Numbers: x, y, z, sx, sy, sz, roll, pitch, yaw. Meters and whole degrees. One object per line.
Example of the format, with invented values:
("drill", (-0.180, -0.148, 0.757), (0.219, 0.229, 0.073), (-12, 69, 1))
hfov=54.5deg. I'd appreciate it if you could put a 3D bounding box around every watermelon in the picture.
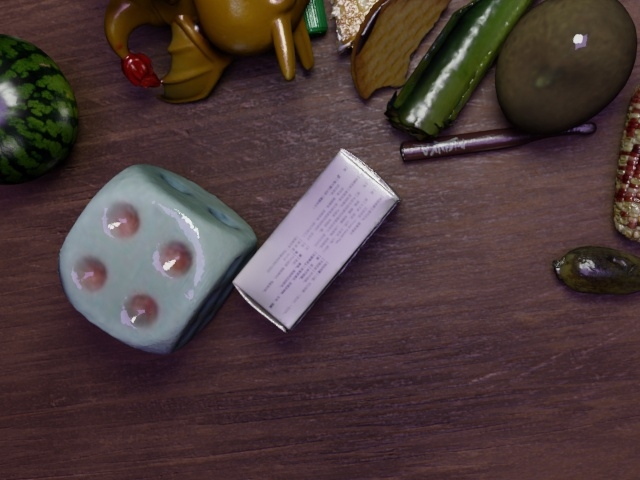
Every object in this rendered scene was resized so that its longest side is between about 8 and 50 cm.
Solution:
("watermelon", (-0.612, -0.250, 1.194), (0.284, 0.285, 0.286), (1, 95, 8))

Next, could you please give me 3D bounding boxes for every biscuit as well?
("biscuit", (0.148, -0.376, 1.153), (0.228, 0.031, 0.176), (-32, 134, -6))

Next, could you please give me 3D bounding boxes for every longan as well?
("longan", (0.411, -0.295, 1.059), (0.215, 0.246, 0.246), (29, 99, 33))

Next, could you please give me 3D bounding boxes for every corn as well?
("corn", (0.588, -0.139, 1.118), (0.098, 0.098, 0.290), (7, 99, 8))

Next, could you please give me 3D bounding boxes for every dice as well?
("dice", (-0.296, 0.032, 1.170), (0.262, 0.264, 0.268), (34, 98, 4))

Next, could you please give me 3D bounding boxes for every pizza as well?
("pizza", (0.131, -0.496, 1.164), (0.251, 0.074, 0.288), (0, 95, 9))

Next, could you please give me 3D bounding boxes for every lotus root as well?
("lotus root", (0.521, 0.056, 1.147), (0.179, 0.080, 0.089), (4, 97, 8))

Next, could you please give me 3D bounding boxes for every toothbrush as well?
("toothbrush", (0.332, -0.191, 1.177), (0.363, 0.041, 0.041), (-7, 93, 8))

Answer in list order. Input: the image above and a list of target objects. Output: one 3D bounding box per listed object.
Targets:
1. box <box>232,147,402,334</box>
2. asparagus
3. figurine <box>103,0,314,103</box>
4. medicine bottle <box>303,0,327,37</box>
("box", (-0.002, 0.002, 1.172), (0.145, 0.173, 0.333), (40, 98, 5))
("asparagus", (0.267, -0.354, 1.139), (0.128, 0.108, 0.382), (39, 98, 34))
("figurine", (-0.208, -0.426, 1.122), (0.386, 0.401, 0.268), (6, 57, 9))
("medicine bottle", (-0.043, -0.544, 1.182), (0.111, 0.076, 0.309), (-11, 94, 11))
